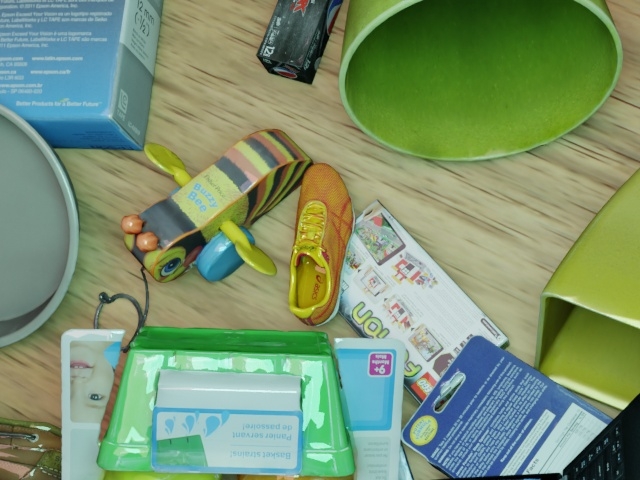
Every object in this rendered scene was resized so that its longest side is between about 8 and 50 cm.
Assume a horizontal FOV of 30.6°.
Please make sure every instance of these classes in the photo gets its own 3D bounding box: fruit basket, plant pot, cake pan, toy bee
[{"bbox_3d":[-0.087,0.261,1.106,0.327,0.165,0.353,3,92,-3],"label":"fruit basket"},{"bbox_3d":[0.150,-0.280,1.207,0.275,0.275,0.293,-8,59,11],"label":"plant pot"},{"bbox_3d":[0.336,0.050,1.092,0.212,0.212,0.187,21,69,18],"label":"plant pot"},{"bbox_3d":[-0.393,-0.024,1.297,0.293,0.054,0.293,3,103,14],"label":"cake pan"},{"bbox_3d":[-0.133,-0.007,1.233,0.195,0.162,0.298,24,82,16],"label":"toy bee"}]

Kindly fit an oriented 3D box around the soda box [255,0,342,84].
[{"bbox_3d":[-0.012,-0.268,1.332,0.060,0.053,0.169,17,80,16],"label":"soda box"}]

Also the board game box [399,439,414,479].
[{"bbox_3d":[0.051,0.251,1.192,0.090,0.020,0.090,-20,72,7],"label":"board game box"}]

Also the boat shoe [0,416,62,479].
[{"bbox_3d":[-0.413,0.211,1.274,0.307,0.110,0.104,17,76,7],"label":"boat shoe"}]

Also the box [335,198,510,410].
[{"bbox_3d":[0.087,0.068,1.225,0.114,0.036,0.207,-41,70,0],"label":"box"}]

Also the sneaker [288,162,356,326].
[{"bbox_3d":[0.000,0.000,1.209,0.064,0.067,0.175,-3,73,14],"label":"sneaker"}]

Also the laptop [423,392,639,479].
[{"bbox_3d":[0.169,0.256,0.967,0.137,0.264,0.234,18,46,-10],"label":"laptop"}]

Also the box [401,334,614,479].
[{"bbox_3d":[0.202,0.201,1.120,0.225,0.036,0.136,34,82,27],"label":"box"}]

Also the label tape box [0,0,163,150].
[{"bbox_3d":[-0.317,-0.285,1.379,0.249,0.115,0.347,2,73,14],"label":"label tape box"}]
